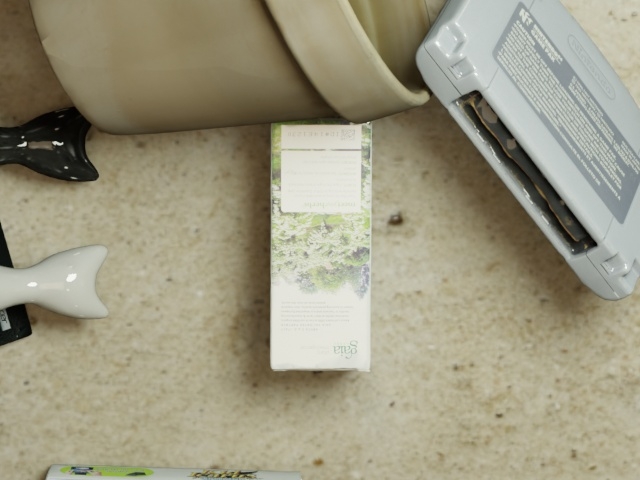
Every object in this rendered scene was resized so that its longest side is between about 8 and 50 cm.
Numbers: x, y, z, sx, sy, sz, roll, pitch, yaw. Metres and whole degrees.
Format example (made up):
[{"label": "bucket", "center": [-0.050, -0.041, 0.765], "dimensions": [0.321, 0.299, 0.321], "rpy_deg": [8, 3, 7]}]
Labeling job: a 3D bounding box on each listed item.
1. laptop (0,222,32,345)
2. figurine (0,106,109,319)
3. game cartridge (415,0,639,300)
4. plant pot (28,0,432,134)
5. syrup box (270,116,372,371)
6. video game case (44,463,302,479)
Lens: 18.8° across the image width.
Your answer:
[{"label": "laptop", "center": [-0.444, 0.017, 1.815], "dimensions": [0.264, 0.136, 0.234], "rpy_deg": [-11, 99, 25]}, {"label": "figurine", "center": [-0.294, -0.015, 1.761], "dimensions": [0.209, 0.092, 0.214], "rpy_deg": [-7, 95, -26]}, {"label": "game cartridge", "center": [0.210, -0.112, 1.737], "dimensions": [0.062, 0.198, 0.297], "rpy_deg": [-28, 110, 34]}, {"label": "plant pot", "center": [-0.087, -0.225, 1.675], "dimensions": [0.280, 0.323, 0.323], "rpy_deg": [-18, 99, 18]}, {"label": "syrup box", "center": [0.000, 0.000, 1.792], "dimensions": [0.093, 0.096, 0.236], "rpy_deg": [0, 99, -1]}, {"label": "video game case", "center": [-0.142, 0.353, 1.854], "dimensions": [0.244, 0.061, 0.269], "rpy_deg": [2, 98, -2]}]
